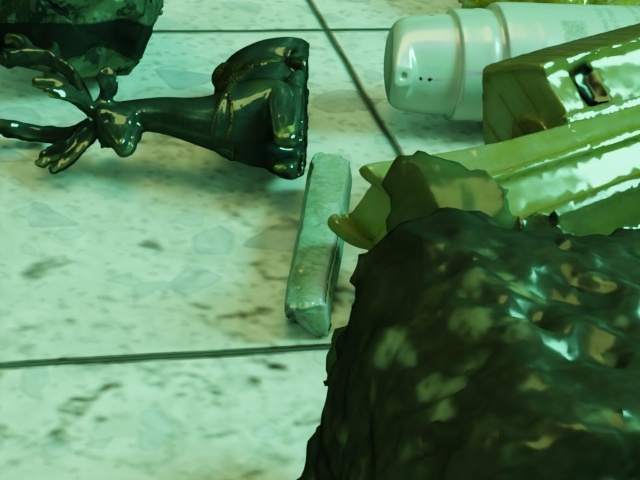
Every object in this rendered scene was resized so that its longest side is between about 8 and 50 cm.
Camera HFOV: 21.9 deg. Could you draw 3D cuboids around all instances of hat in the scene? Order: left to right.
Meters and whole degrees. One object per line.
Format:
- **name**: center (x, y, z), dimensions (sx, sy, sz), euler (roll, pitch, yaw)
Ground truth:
- **hat**: center (-0.194, -0.192, 1.290), dimensions (0.265, 0.128, 0.265), euler (1, 8, 0)

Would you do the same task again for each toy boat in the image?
- **toy boat**: center (0.205, -0.074, 1.117), dimensions (0.445, 0.136, 0.162), euler (-20, 71, -31)

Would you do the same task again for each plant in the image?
- **plant**: center (0.099, 0.089, 0.758), dimensions (0.213, 0.215, 0.312), euler (10, 23, -7)

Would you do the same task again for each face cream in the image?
- **face cream**: center (0.217, -0.136, 1.302), dimensions (0.345, 0.102, 0.102), euler (0, 30, -10)

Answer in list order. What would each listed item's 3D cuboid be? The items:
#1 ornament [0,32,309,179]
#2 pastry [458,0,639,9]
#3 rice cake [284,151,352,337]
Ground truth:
- **ornament**: center (-0.125, -0.108, 1.211), dimensions (0.236, 0.080, 0.202), euler (3, 25, 0)
- **pastry**: center (0.231, -0.262, 1.524), dimensions (0.154, 0.102, 0.250), euler (28, 38, 30)
- **rice cake**: center (0.000, 0.000, 1.089), dimensions (0.033, 0.033, 0.207), euler (5, 29, 2)
